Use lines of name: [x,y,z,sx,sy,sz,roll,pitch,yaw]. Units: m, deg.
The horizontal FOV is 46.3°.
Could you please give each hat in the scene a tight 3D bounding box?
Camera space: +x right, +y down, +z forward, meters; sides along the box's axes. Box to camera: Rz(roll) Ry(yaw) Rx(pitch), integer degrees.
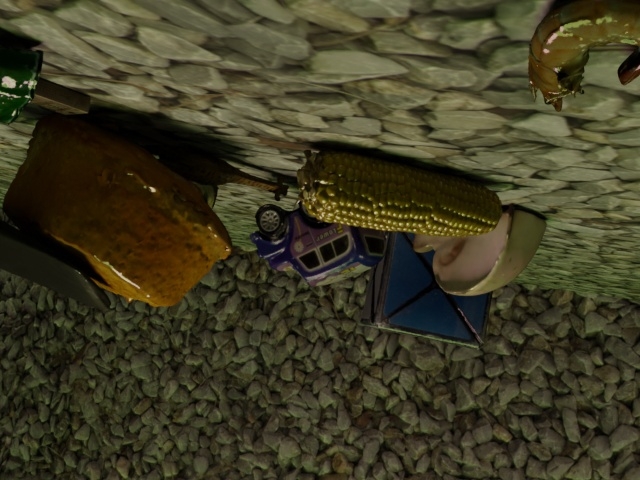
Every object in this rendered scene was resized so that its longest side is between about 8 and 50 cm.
hat: [-0.235,-0.093,1.443,0.076,0.077,0.059,12,174,-16]

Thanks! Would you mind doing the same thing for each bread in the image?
bread: [-0.325,-0.037,1.168,0.358,0.204,0.337,14,153,51]

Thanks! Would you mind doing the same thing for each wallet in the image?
wallet: [-0.428,0.023,1.105,0.245,0.052,0.168,24,157,12]

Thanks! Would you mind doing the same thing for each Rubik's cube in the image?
Rubik's cube: [0.242,0.097,1.718,0.260,0.259,0.255,13,173,-3]

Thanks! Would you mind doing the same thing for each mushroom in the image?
mushroom: [0.299,0.030,1.365,0.173,0.162,0.236,15,174,-36]

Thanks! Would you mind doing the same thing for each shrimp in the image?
shrimp: [0.198,-0.133,0.537,0.095,0.045,0.162,-12,166,8]

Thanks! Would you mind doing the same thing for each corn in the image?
corn: [0.115,-0.058,1.067,0.305,0.106,0.106,10,175,-18]

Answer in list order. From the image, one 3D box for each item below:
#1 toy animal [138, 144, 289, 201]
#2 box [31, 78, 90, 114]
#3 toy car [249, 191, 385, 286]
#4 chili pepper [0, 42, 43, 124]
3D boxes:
toy animal: [-0.180,-0.115,1.263,0.276,0.054,0.149,10,177,-13]
box: [-0.345,-0.184,0.958,0.053,0.024,0.083,5,172,40]
toy car: [0.000,0.000,1.346,0.235,0.157,0.172,-21,167,23]
chili pepper: [-0.432,-0.181,0.744,0.271,0.099,0.136,8,-174,-37]
